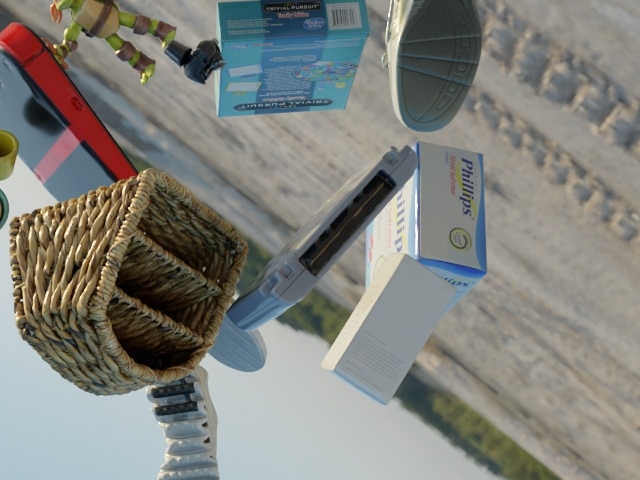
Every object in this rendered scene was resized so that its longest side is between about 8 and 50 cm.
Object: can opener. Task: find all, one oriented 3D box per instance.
[{"bbox_3d":[-0.151,-0.237,1.473,0.073,0.059,0.186,44,-172,-3],"label":"can opener"}]

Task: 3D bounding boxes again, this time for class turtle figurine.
[{"bbox_3d":[-0.363,-0.350,1.888,0.217,0.269,0.087,30,-176,-22],"label":"turtle figurine"}]

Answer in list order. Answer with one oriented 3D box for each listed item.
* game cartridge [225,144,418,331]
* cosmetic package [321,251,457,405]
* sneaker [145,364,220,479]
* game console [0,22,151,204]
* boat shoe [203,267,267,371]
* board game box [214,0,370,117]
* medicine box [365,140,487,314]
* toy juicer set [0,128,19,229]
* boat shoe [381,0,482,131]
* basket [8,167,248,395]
[{"bbox_3d":[0.000,0.000,1.553,0.062,0.297,0.198,43,153,-1],"label":"game cartridge"},{"bbox_3d":[0.113,0.145,1.903,0.117,0.231,0.085,35,171,-13],"label":"cosmetic package"},{"bbox_3d":[-0.201,0.333,1.814,0.110,0.292,0.118,-3,-178,13],"label":"sneaker"},{"bbox_3d":[-0.400,-0.151,1.777,0.342,0.060,0.386,50,159,-9],"label":"game console"},{"bbox_3d":[-0.198,0.121,2.123,0.302,0.109,0.094,51,-152,-26],"label":"boat shoe"},{"bbox_3d":[-0.062,-0.329,2.073,0.254,0.079,0.336,-4,165,-8],"label":"board game box"},{"bbox_3d":[0.204,-0.007,2.255,0.149,0.263,0.289,10,151,-14],"label":"medicine box"},{"bbox_3d":[-0.566,-0.044,1.682,0.209,0.329,0.089,5,140,-11],"label":"toy juicer set"},{"bbox_3d":[0.145,-0.301,1.529,0.118,0.320,0.103,3,178,-15],"label":"boat shoe"},{"bbox_3d":[-0.231,0.074,1.493,0.299,0.223,0.213,47,-151,-61],"label":"basket"}]
